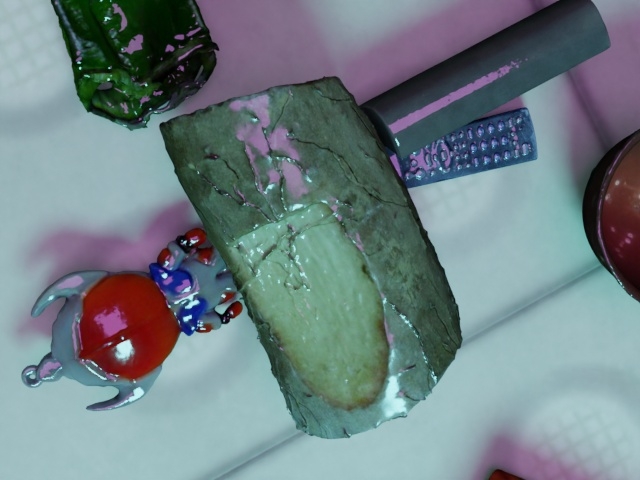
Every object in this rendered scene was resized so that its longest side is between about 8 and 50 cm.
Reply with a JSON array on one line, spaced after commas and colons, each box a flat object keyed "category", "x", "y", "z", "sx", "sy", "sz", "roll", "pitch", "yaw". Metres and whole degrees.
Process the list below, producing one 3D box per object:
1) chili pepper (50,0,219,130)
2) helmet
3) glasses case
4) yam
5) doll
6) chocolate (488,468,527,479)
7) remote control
[{"category": "chili pepper", "x": -0.149, "y": -0.191, "z": 0.780, "sx": 0.108, "sy": 0.062, "sz": 0.216, "roll": -17, "pitch": 95, "yaw": -12}, {"category": "helmet", "x": 0.275, "y": -0.019, "z": 0.816, "sx": 0.175, "sy": 0.106, "sz": 0.155, "roll": 26, "pitch": 92, "yaw": -10}, {"category": "glasses case", "x": 0.124, "y": -0.129, "z": 0.809, "sx": 0.191, "sy": 0.072, "sz": 0.042, "roll": -28, "pitch": 113, "yaw": -4}, {"category": "yam", "x": 0.000, "y": 0.000, "z": 0.758, "sx": 0.154, "sy": 0.154, "sz": 0.254, "roll": -27, "pitch": 103, "yaw": -4}, {"category": "doll", "x": -0.138, "y": 0.057, "z": 0.796, "sx": 0.195, "sy": 0.062, "sz": 0.104, "roll": -30, "pitch": 126, "yaw": -11}, {"category": "chocolate", "x": 0.197, "y": 0.340, "z": 0.831, "sx": 0.237, "sy": 0.108, "sz": 0.234, "roll": 28, "pitch": 92, "yaw": -9}, {"category": "remote control", "x": 0.096, "y": -0.069, "z": 0.833, "sx": 0.153, "sy": 0.027, "sz": 0.043, "roll": -13, "pitch": 91, "yaw": -7}]
